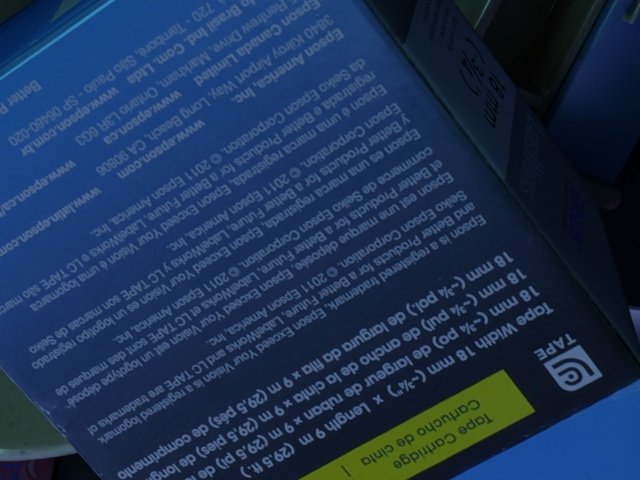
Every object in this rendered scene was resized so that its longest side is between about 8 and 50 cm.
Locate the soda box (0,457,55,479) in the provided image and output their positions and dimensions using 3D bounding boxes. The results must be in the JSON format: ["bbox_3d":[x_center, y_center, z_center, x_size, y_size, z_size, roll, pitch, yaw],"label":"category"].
[{"bbox_3d":[-0.248,0.217,1.246,0.083,0.092,0.263,6,85,45],"label":"soda box"}]

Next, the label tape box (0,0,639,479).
[{"bbox_3d":[-0.008,0.019,0.839,0.241,0.333,0.106,-30,20,22],"label":"label tape box"}]

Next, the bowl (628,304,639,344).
[{"bbox_3d":[0.118,0.103,0.930,0.142,0.053,0.142,3,81,17],"label":"bowl"}]

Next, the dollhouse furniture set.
[{"bbox_3d":[0.154,-0.088,0.805,0.303,0.286,0.198,42,109,53],"label":"dollhouse furniture set"}]

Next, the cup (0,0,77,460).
[{"bbox_3d":[-0.231,-0.051,1.070,0.331,0.331,0.237,-17,49,40],"label":"cup"}]
